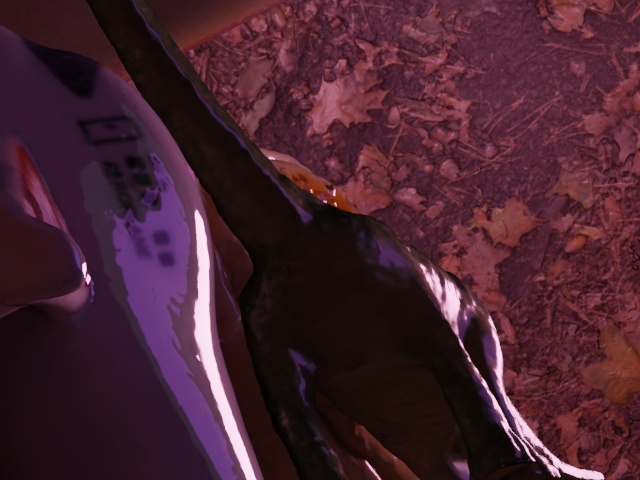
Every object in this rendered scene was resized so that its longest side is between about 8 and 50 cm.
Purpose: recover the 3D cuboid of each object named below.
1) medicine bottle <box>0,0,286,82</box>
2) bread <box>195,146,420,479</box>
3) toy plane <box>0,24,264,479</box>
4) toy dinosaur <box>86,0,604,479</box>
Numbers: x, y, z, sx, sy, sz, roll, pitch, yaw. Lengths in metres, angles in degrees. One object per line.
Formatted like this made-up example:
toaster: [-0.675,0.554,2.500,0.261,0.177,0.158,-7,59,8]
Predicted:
medicine bottle: [-0.014,-0.165,0.691,0.108,0.426,0.108,63,-2,4]
bread: [-0.020,0.083,0.851,0.305,0.159,0.305,43,20,-20]
toy plane: [-0.075,0.033,0.484,0.252,0.118,0.252,59,-5,8]
toy dinosaur: [0.000,0.000,0.690,0.301,0.087,0.447,60,14,27]
